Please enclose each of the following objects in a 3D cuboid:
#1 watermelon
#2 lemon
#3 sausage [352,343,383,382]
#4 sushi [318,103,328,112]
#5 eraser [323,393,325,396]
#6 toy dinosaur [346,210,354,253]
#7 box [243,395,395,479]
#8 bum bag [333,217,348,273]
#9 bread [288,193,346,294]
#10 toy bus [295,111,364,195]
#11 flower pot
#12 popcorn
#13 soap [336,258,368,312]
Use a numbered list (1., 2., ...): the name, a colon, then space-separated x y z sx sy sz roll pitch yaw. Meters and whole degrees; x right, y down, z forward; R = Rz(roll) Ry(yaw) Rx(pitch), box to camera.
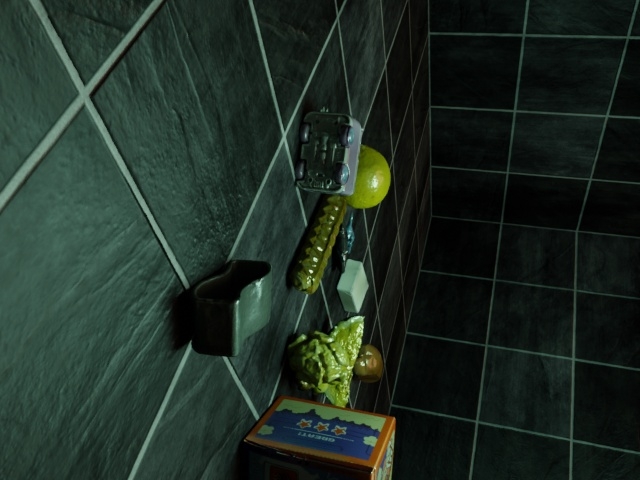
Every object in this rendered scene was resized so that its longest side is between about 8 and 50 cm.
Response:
1. watermelon: 0.058 0.370 1.931 0.123 0.129 0.301 29 74 -70
2. lemon: 0.122 -0.192 1.838 0.178 0.178 0.203 -59 152 -55
3. sausage: 0.183 0.484 2.423 0.241 0.120 0.136 50 34 -68
4. sushi: 0.018 -0.270 1.705 0.139 0.031 0.201 -59 151 -54
5. eraser: 0.042 0.447 2.095 0.104 0.023 0.151 -4 101 -73
6. toy dinosaur: 0.089 -0.006 2.041 0.080 0.045 0.198 -71 169 -54
7. box: -0.005 0.605 1.476 0.257 0.318 0.349 -31 127 -68
8. bum bag: 0.062 0.017 1.951 0.087 0.049 0.198 -107 -164 -67
9. bread: 0.000 -0.001 1.673 0.077 0.084 0.368 -43 -162 43
10. toy bus: 0.024 -0.219 1.560 0.142 0.141 0.203 3 95 -68
11. flower pot: -0.159 0.118 1.133 0.229 0.103 0.108 -42 136 -68
12. popcorn: 0.002 0.331 1.649 0.195 0.168 0.174 77 28 -49
13. soap: 0.113 0.160 2.132 0.183 0.063 0.122 71 37 -57
